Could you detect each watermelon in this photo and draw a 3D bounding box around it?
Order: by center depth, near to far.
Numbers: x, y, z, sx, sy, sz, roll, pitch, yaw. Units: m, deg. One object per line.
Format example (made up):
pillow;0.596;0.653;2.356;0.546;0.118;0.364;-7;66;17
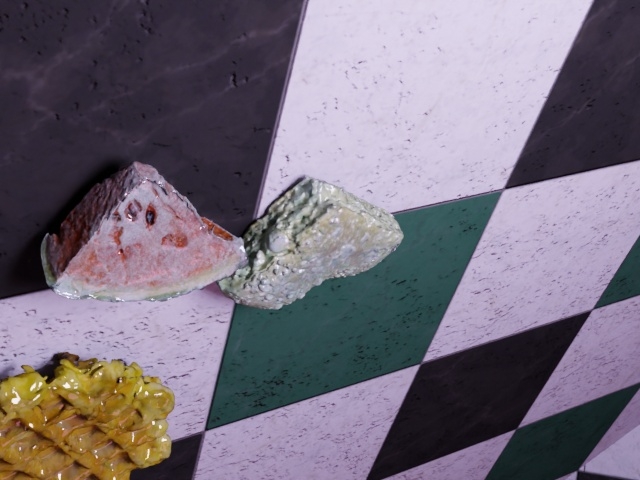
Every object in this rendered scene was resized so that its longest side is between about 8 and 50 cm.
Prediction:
watermelon;-0.158;-0.017;0.861;0.187;0.071;0.139;-6;131;-22

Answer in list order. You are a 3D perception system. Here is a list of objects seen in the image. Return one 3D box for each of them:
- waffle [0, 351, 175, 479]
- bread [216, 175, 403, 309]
waffle;-0.306;0.232;1.043;0.324;0.068;0.302;0;134;-42
bread;0.000;0.000;1.011;0.232;0.064;0.173;-18;145;-25
